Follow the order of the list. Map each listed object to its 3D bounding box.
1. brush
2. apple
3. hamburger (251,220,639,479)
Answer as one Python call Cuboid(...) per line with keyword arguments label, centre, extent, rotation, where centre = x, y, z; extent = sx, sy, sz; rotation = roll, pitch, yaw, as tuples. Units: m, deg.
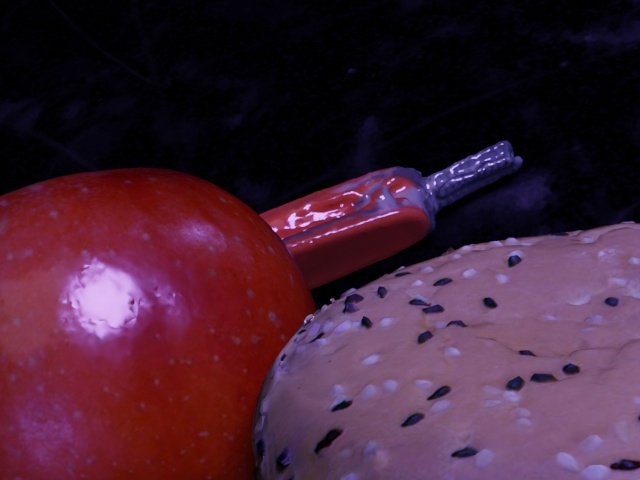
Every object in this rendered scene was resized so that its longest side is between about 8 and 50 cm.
Cuboid(label="brush", centre=(0.000, 0.000, 0.762), extent=(0.323, 0.070, 0.051), rotation=(-24, 50, 0))
Cuboid(label="apple", centre=(-0.127, 0.088, 0.611), extent=(0.260, 0.260, 0.216), rotation=(-23, 70, 3))
Cuboid(label="hamburger", centre=(0.112, 0.116, 0.483), extent=(0.277, 0.195, 0.318), rotation=(9, 26, 39))
